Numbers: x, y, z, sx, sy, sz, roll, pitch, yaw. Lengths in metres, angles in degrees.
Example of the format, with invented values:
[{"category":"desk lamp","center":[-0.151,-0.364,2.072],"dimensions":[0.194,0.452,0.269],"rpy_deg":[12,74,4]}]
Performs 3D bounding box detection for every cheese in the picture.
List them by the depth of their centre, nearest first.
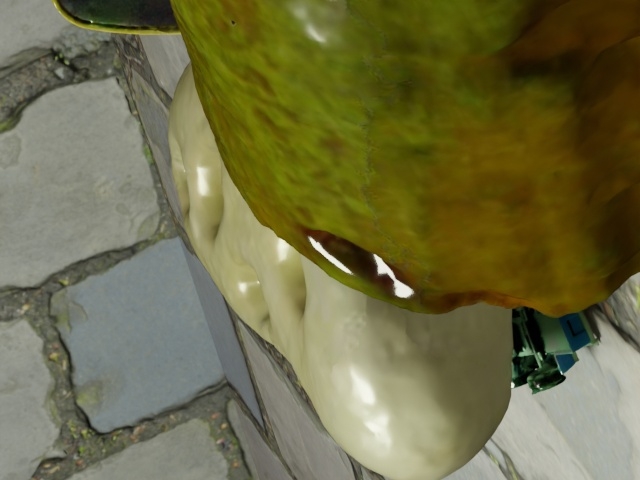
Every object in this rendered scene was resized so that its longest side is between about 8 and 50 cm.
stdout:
[{"category":"cheese","center":[0.000,0.000,1.211],"dimensions":[0.328,0.129,0.351],"rpy_deg":[136,127,-63]}]

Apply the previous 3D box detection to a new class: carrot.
[{"category":"carrot","center":[0.053,-0.137,0.726],"dimensions":[0.241,0.241,0.341],"rpy_deg":[58,167,40]}]

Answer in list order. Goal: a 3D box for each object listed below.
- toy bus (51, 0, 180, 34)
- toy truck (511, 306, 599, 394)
[{"category":"toy bus","center":[-0.068,-0.267,0.879],"dimensions":[0.151,0.145,0.331],"rpy_deg":[-130,37,-64]},{"category":"toy truck","center":[0.120,0.054,1.223],"dimensions":[0.175,0.081,0.067],"rpy_deg":[-15,99,59]}]
